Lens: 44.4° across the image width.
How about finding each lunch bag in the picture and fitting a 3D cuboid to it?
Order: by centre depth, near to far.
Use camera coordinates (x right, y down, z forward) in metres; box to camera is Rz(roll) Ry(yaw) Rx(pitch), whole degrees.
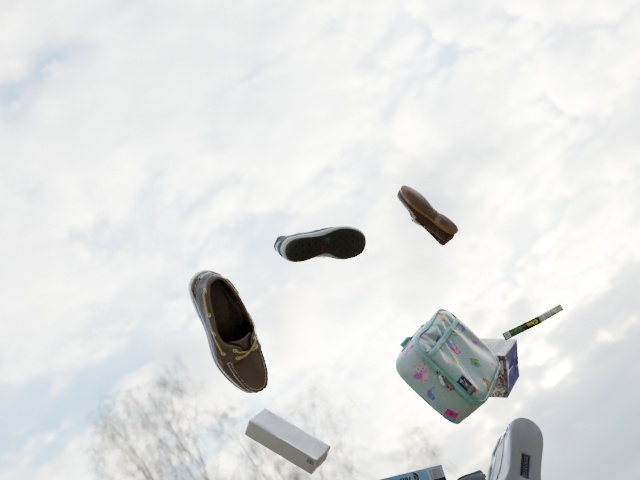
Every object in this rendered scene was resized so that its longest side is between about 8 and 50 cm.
[{"bbox_3d":[0.298,0.283,1.829,0.108,0.224,0.279,-47,-6,26],"label":"lunch bag"}]

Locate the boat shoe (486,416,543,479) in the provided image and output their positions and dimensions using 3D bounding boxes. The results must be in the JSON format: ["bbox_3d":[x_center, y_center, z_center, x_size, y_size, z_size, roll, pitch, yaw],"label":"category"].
[{"bbox_3d":[0.344,0.452,1.438,0.088,0.096,0.268,118,172,-48],"label":"boat shoe"}]

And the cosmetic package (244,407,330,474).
[{"bbox_3d":[-0.098,0.594,2.328,0.099,0.239,0.061,-26,-42,-59],"label":"cosmetic package"}]

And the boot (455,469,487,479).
[{"bbox_3d":[0.345,0.692,1.934,0.338,0.223,0.118,-12,-53,11],"label":"boot"}]

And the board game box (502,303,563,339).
[{"bbox_3d":[0.696,0.265,2.561,0.136,0.030,0.259,-31,-12,31],"label":"board game box"}]

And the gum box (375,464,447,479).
[{"bbox_3d":[0.169,0.540,1.681,0.156,0.041,0.184,-9,-30,-15],"label":"gum box"}]

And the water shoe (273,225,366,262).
[{"bbox_3d":[0.000,0.000,1.655,0.203,0.080,0.073,-3,-75,-30],"label":"water shoe"}]

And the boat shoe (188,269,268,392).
[{"bbox_3d":[-0.200,0.219,1.811,0.116,0.096,0.325,-28,-76,-24],"label":"boat shoe"}]

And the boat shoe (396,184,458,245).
[{"bbox_3d":[0.292,-0.067,2.226,0.073,0.207,0.073,-40,-9,-48],"label":"boat shoe"}]

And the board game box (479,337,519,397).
[{"bbox_3d":[0.507,0.426,2.659,0.232,0.290,0.141,-20,-74,-66],"label":"board game box"}]
